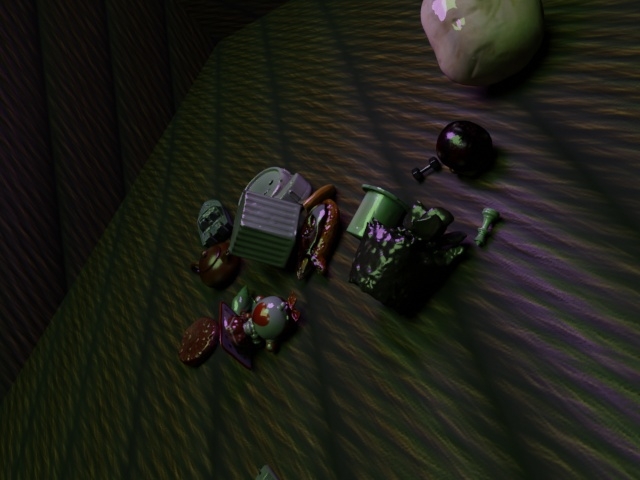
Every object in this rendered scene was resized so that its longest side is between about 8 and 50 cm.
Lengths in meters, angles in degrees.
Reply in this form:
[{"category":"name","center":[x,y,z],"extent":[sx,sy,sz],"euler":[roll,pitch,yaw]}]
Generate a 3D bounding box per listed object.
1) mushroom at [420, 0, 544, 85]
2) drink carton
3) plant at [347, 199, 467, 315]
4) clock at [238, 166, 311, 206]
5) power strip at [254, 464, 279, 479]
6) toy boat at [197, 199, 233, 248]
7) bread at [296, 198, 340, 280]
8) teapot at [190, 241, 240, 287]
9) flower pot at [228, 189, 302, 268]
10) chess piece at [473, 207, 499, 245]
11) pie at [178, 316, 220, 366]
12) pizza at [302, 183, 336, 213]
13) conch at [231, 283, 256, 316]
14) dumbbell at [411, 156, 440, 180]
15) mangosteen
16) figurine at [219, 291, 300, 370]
[{"category":"mushroom","center":[0.437,-0.600,1.593],"extent":[0.353,0.353,0.325],"euler":[-17,31,39]},{"category":"drink carton","center":[0.153,-0.060,1.556],"extent":[0.146,0.144,0.142],"euler":[26,84,55]},{"category":"plant","center":[0.203,0.031,1.361],"extent":[0.276,0.188,0.199],"euler":[-53,35,-3]},{"category":"clock","center":[-0.191,-0.153,2.055],"extent":[0.265,0.108,0.324],"euler":[-52,34,-2]},{"category":"power strip","center":[-0.121,0.592,1.348],"extent":[0.051,0.019,0.136],"euler":[-56,35,-5]},{"category":"toy boat","center":[-0.448,-0.086,2.297],"extent":[0.141,0.092,0.319],"euler":[-43,34,7]},{"category":"bread","center":[-0.005,-0.002,1.729],"extent":[0.139,0.095,0.269],"euler":[-15,61,46]},{"category":"teapot","center":[-0.397,0.081,2.047],"extent":[0.252,0.135,0.178],"euler":[-15,43,39]},{"category":"flower pot","center":[-0.180,-0.039,1.787],"extent":[0.209,0.189,0.240],"euler":[131,152,-61]},{"category":"chess piece","center":[0.393,-0.030,1.338],"extent":[0.042,0.042,0.093],"euler":[14,74,53]},{"category":"pie","center":[-0.414,0.341,1.893],"extent":[0.182,0.049,0.182],"euler":[-28,41,27]},{"category":"pizza","center":[-0.013,-0.131,1.846],"extent":[0.178,0.041,0.131],"euler":[-42,-10,-34]},{"category":"conch","center":[-0.246,0.219,1.818],"extent":[0.065,0.088,0.180],"euler":[102,173,-57]},{"category":"dumbbell","center":[0.304,-0.206,1.606],"extent":[0.083,0.036,0.040],"euler":[-32,38,24]},{"category":"mangosteen","center":[0.377,-0.239,1.477],"extent":[0.152,0.152,0.153],"euler":[-30,39,27]},{"category":"figurine","center":[-0.161,0.233,1.640],"extent":[0.226,0.160,0.184],"euler":[-29,39,14]}]
